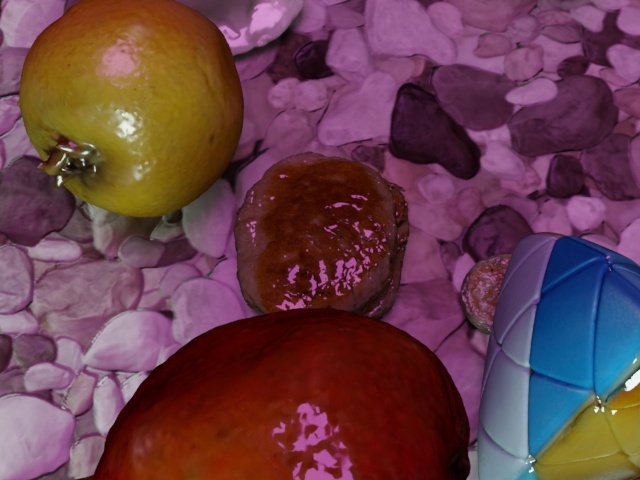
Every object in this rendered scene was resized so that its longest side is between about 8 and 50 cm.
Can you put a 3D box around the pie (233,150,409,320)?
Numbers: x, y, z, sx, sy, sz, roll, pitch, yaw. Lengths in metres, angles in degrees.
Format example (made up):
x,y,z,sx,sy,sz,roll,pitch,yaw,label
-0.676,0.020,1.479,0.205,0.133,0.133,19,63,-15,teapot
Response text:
x,y,z,sx,sy,sz,roll,pitch,yaw,label
0.000,0.000,0.951,0.163,0.079,0.193,0,60,5,pie

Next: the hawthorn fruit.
x,y,z,sx,sy,sz,roll,pitch,yaw,label
-0.038,0.182,0.757,0.307,0.265,0.265,-10,60,16,hawthorn fruit

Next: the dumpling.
x,y,z,sx,sy,sz,roll,pitch,yaw,label
-0.147,-0.275,1.096,0.252,0.131,0.179,27,83,-8,dumpling

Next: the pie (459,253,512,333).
x,y,z,sx,sy,sz,roll,pitch,yaw,label
0.168,0.049,0.950,0.084,0.021,0.084,-1,65,3,pie

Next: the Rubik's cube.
x,y,z,sx,sy,sz,roll,pitch,yaw,label
0.253,0.082,0.863,0.254,0.254,0.254,-1,61,1,Rubik's cube

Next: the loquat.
x,y,z,sx,sy,sz,roll,pitch,yaw,label
-0.173,-0.126,0.949,0.208,0.208,0.208,-1,61,1,loquat
